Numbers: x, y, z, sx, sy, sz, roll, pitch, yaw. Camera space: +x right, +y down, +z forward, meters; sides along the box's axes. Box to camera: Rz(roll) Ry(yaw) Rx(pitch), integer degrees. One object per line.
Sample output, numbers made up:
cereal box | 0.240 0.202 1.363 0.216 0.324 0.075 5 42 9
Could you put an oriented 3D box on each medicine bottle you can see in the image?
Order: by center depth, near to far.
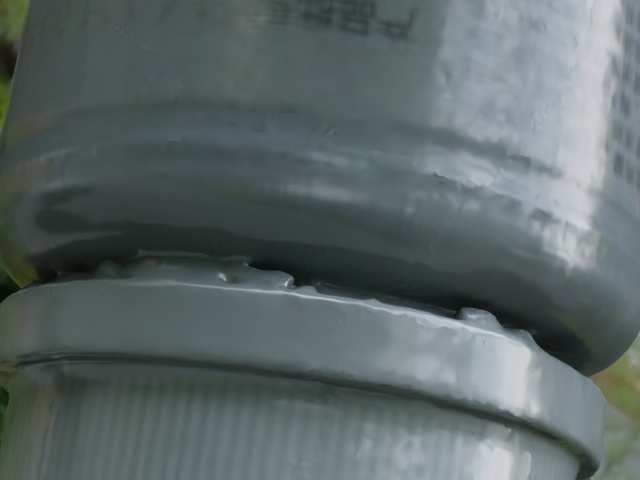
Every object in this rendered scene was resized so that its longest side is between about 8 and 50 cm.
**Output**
medicine bottle | 0.000 0.000 0.698 0.245 0.306 0.245 8 -15 2

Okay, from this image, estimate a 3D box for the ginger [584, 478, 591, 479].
ginger | 0.075 0.120 0.830 0.103 0.073 0.162 9 44 -49
